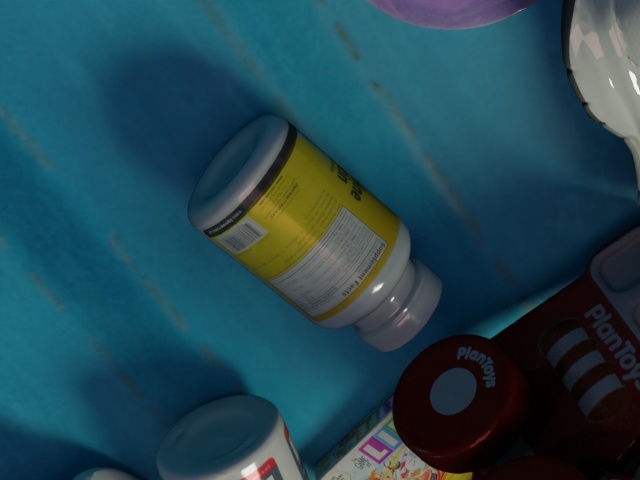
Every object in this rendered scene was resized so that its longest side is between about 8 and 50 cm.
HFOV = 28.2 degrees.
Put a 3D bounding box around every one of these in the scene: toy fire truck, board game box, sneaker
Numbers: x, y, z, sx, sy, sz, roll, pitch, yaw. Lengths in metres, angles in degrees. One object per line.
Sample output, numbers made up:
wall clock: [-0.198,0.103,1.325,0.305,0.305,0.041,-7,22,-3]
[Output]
toy fire truck: [0.216,0.145,0.904,0.254,0.302,0.169,-38,131,9]
board game box: [0.084,0.175,1.072,0.103,0.026,0.154,37,109,-19]
sneaker: [0.270,-0.079,0.864,0.129,0.111,0.297,-9,144,33]

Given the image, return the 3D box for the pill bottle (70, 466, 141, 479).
pill bottle: [-0.235,0.327,1.058,0.272,0.152,0.152,-43,111,16]

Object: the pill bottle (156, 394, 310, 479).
pill bottle: [-0.054,0.227,1.044,0.107,0.108,0.180,-18,116,6]

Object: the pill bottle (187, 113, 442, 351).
pill bottle: [0.000,0.000,0.937,0.184,0.103,0.103,40,108,-21]

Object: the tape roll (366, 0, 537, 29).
tape roll: [0.085,-0.240,0.836,0.188,0.080,0.189,-2,117,-4]
